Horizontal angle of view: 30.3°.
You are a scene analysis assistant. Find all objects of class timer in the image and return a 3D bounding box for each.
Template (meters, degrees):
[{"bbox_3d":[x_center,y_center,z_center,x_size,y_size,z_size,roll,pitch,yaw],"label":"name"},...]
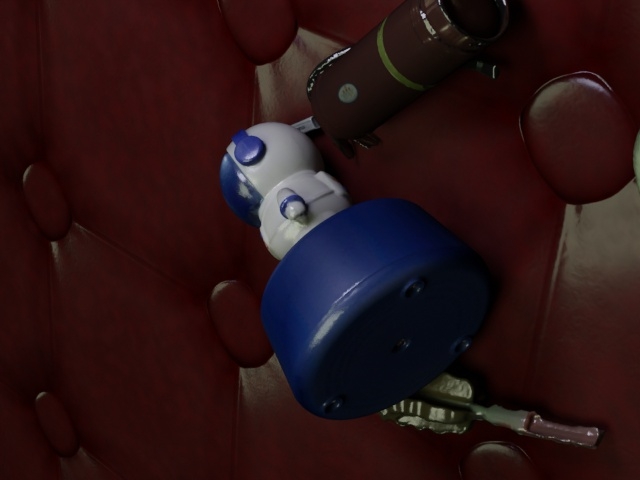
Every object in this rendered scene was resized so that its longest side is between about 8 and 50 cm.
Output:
[{"bbox_3d":[0.000,0.000,1.460,0.383,0.270,0.270,52,139,35],"label":"timer"}]

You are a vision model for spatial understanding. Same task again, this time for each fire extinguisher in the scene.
[{"bbox_3d":[0.088,-0.188,1.360,0.141,0.105,0.341,44,147,-8],"label":"fire extinguisher"}]

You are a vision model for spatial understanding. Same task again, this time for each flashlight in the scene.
[{"bbox_3d":[-0.031,-0.147,1.561,0.083,0.018,0.018,-16,100,49],"label":"flashlight"}]

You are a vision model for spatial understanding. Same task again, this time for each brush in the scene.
[{"bbox_3d":[0.205,0.212,1.448,0.301,0.084,0.071,8,150,36],"label":"brush"}]

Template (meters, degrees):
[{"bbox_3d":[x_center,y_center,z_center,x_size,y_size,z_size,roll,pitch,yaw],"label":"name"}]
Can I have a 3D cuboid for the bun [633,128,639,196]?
[{"bbox_3d":[0.387,-0.071,1.083,0.195,0.118,0.195,40,146,34],"label":"bun"}]
